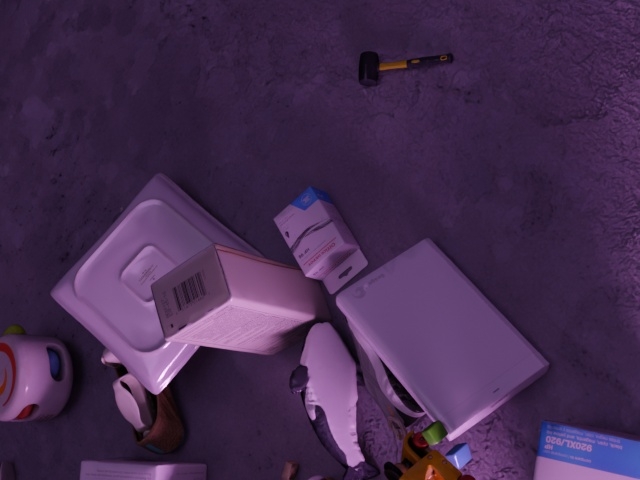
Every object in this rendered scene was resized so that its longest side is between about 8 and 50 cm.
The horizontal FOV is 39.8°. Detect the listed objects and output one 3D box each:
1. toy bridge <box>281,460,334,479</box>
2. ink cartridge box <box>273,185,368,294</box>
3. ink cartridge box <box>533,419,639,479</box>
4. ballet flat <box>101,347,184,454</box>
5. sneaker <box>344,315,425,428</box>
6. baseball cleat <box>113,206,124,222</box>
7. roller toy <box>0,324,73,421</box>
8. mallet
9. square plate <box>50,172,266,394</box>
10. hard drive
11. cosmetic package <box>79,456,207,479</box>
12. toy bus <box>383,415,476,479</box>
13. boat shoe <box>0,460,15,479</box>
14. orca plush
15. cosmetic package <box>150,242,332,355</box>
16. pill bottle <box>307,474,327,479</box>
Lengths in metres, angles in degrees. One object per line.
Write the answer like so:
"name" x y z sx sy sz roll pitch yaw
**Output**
"toy bridge" 0.005 0.455 1.583 0.188 0.026 0.063 15 89 33
"ink cartridge box" 0.000 0.000 1.668 0.104 0.060 0.180 -41 60 18
"ink cartridge box" 0.400 0.388 1.252 0.168 0.171 0.233 6 82 34
"ballet flat" -0.383 0.279 1.817 0.116 0.124 0.343 -33 63 22
"sneaker" 0.100 0.203 1.538 0.108 0.100 0.272 -63 40 43
"baseball cleat" -0.369 -0.025 1.908 0.205 0.072 0.110 -10 74 32
"roller toy" -0.648 0.309 1.970 0.191 0.146 0.210 21 97 44
"mallet" 0.155 -0.322 1.658 0.189 0.039 0.062 7 82 30
"square plate" -0.336 0.072 1.789 0.344 0.049 0.347 38 83 23
"hard drive" 0.195 0.153 1.460 0.203 0.040 0.307 -31 58 -15
"cosmetic package" -0.353 0.621 1.704 0.217 0.156 0.385 -4 78 33
"toy bus" 0.160 0.386 1.380 0.202 0.104 0.191 -14 105 61
"boat shoe" -0.724 0.569 2.023 0.038 0.046 0.125 -17 79 24
"orca plush" 0.028 0.295 1.590 0.151 0.102 0.287 -23 72 -21
"cosmetic package" -0.134 0.114 1.580 0.160 0.309 0.113 -31 65 23
"pill bottle" 0.038 0.503 1.477 0.215 0.117 0.117 38 101 19
